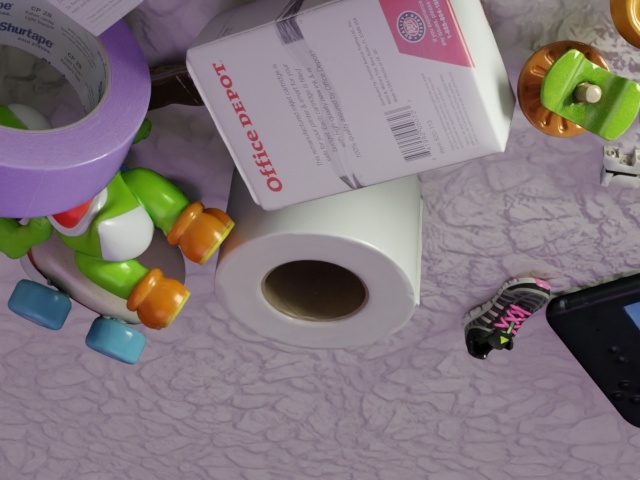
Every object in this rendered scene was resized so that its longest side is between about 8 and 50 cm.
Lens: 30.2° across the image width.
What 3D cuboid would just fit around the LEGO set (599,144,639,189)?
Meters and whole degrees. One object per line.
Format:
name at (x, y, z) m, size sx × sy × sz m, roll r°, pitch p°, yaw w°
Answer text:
LEGO set at (0.438, -0.038, 1.415) m, size 0.227 × 0.087 × 0.093 m, roll 9°, pitch 142°, yaw -1°

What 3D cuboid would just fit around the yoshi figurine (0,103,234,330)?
yoshi figurine at (-0.291, -0.057, 1.358) m, size 0.362 × 0.203 × 0.203 m, roll 33°, pitch 135°, yaw -8°

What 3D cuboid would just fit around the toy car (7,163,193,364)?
toy car at (-0.308, 0.022, 1.554) m, size 0.210 × 0.219 × 0.238 m, roll 30°, pitch 166°, yaw -28°

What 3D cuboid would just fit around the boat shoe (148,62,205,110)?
boat shoe at (-0.160, -0.181, 1.351) m, size 0.135 × 0.045 × 0.050 m, roll -3°, pitch 134°, yaw 19°

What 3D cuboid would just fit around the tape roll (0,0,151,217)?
tape roll at (-0.318, -0.159, 1.215) m, size 0.275 × 0.274 × 0.090 m, roll 20°, pitch 140°, yaw -16°

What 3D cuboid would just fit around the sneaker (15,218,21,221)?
sneaker at (-0.450, -0.116, 1.454) m, size 0.108 × 0.100 × 0.271 m, roll 13°, pitch 159°, yaw 42°

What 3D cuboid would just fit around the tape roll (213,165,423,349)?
tape roll at (0.000, 0.000, 1.459) m, size 0.246 × 0.169 × 0.246 m, roll 3°, pitch 142°, yaw 3°

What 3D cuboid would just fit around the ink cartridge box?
ink cartridge box at (0.034, -0.170, 1.237) m, size 0.283 × 0.117 × 0.207 m, roll -13°, pitch 118°, yaw 24°

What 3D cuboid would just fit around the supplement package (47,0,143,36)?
supplement package at (-0.240, -0.357, 1.032) m, size 0.178 × 0.175 × 0.293 m, roll -26°, pitch 132°, yaw 37°

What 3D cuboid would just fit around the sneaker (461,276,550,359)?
sneaker at (0.257, 0.113, 1.642) m, size 0.063 × 0.074 × 0.170 m, roll 26°, pitch 138°, yaw -23°

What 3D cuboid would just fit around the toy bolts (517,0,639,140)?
toy bolts at (0.342, -0.178, 1.253) m, size 0.229 × 0.158 × 0.218 m, roll 29°, pitch 97°, yaw -12°

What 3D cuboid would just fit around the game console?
game console at (0.554, 0.138, 1.645) m, size 0.387 × 0.060 × 0.342 m, roll -20°, pitch 135°, yaw 29°
